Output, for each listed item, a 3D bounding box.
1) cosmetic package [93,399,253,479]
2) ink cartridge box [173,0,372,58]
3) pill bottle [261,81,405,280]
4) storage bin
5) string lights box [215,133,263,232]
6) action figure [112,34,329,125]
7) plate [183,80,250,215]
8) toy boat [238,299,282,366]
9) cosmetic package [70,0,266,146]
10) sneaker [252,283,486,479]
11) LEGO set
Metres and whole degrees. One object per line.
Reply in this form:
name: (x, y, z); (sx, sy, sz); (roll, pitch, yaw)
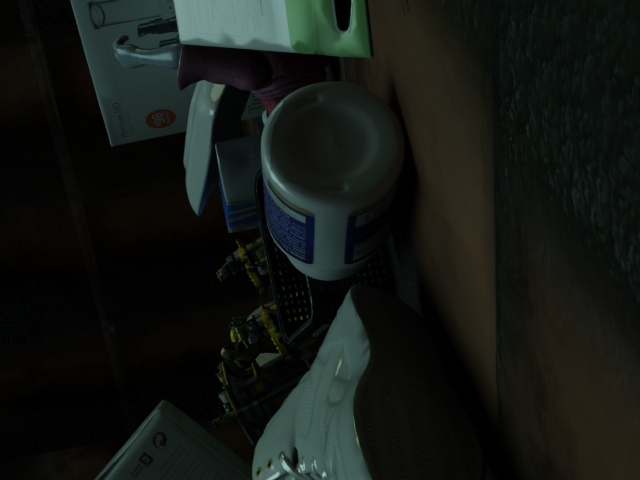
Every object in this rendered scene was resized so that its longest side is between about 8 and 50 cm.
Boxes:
cosmetic package: (-0.077, 0.356, 1.337); (0.385, 0.156, 0.217); (40, 172, 0)
ink cartridge box: (-0.035, -0.225, 1.043); (0.062, 0.209, 0.109); (-36, -52, -47)
pill bottle: (0.008, -0.039, 0.982); (0.187, 0.112, 0.112); (93, 165, -67)
storage bin: (0.000, 0.000, 1.169); (0.122, 0.084, 0.180); (131, 130, -67)
string lights box: (-0.063, -0.077, 1.534); (0.260, 0.133, 0.077); (112, 146, -81)
action figure: (-0.057, -0.259, 1.234); (0.275, 0.248, 0.370); (-17, 98, 43)
plate: (-0.118, -0.208, 1.524); (0.277, 0.045, 0.278); (109, 180, -64)
toy boat: (-0.038, 0.208, 1.968); (0.151, 0.151, 0.231); (-12, -88, -66)
cosmetic package: (-0.194, -0.304, 1.680); (0.377, 0.284, 0.097); (87, 171, -58)
sneaker: (0.026, 0.169, 0.874); (0.169, 0.108, 0.292); (-59, 13, 19)
LEGO set: (-0.064, 0.145, 1.393); (0.255, 0.192, 0.331); (62, 179, -28)
